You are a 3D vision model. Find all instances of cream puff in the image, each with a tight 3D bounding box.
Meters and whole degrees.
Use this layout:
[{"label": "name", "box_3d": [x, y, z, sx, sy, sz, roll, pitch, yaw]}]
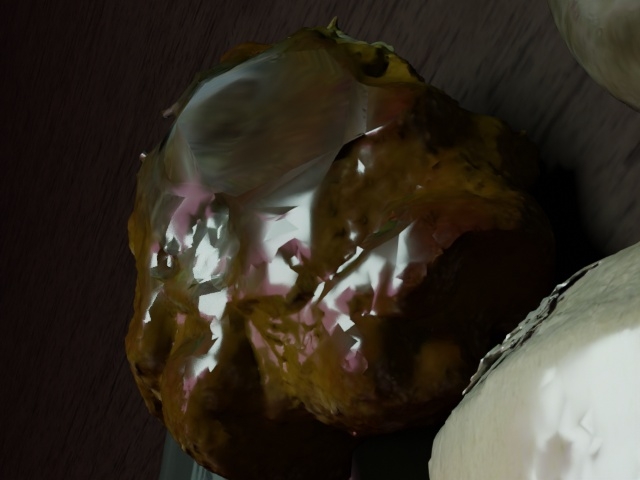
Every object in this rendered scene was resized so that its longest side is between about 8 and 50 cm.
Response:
[{"label": "cream puff", "box_3d": [0.000, 0.000, 0.840, 0.241, 0.155, 0.269, -32, 38, 23]}]

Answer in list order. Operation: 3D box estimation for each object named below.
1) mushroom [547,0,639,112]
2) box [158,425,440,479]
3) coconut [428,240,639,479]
[{"label": "mushroom", "box_3d": [0.132, -0.145, 0.513, 0.226, 0.178, 0.226, -165, 90, -74]}, {"label": "box", "box_3d": [-0.038, 0.227, 1.050, 0.373, 0.090, 0.367, -132, 49, -66]}, {"label": "coconut", "box_3d": [0.133, 0.114, 0.405, 0.224, 0.224, 0.234, 115, 156, -45]}]
